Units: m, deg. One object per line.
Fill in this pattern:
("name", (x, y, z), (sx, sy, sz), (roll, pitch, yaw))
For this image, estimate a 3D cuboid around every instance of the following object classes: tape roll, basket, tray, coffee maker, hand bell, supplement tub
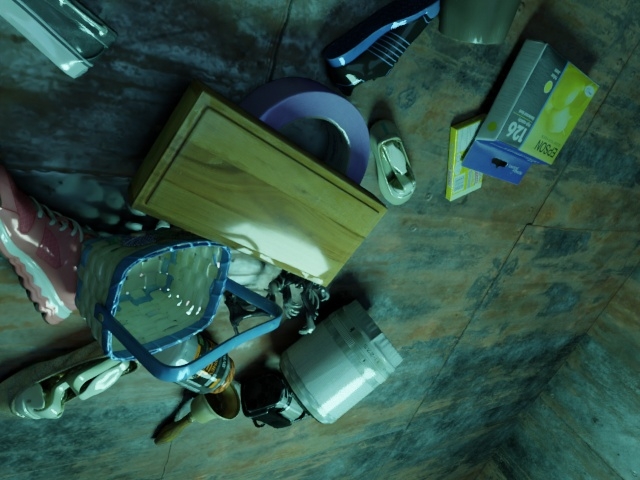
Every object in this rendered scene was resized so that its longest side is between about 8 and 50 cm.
("tape roll", (-0.044, -0.158, 0.862), (0.274, 0.090, 0.275), (-16, 130, -21))
("basket", (0.293, -0.480, 0.797), (0.204, 0.154, 0.227), (-15, 133, -23))
("basket", (-0.238, 0.096, 0.732), (0.254, 0.288, 0.201), (-17, 133, -59))
("tray", (-0.085, -0.070, 0.785), (0.410, 0.076, 0.203), (26, 108, -38))
("coffee maker", (-0.140, 0.442, 1.218), (0.171, 0.120, 0.178), (-40, 142, -3))
("hand bell", (-0.331, 0.451, 1.150), (0.242, 0.126, 0.126), (-39, 136, 16))
("supplement tub", (-0.283, 0.267, 1.011), (0.117, 0.117, 0.190), (-41, 135, 1))

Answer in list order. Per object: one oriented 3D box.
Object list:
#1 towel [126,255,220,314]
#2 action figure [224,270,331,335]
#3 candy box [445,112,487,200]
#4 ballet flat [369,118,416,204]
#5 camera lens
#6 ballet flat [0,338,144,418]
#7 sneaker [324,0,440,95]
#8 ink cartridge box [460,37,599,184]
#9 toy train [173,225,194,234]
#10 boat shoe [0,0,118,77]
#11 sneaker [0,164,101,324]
("towel", (-0.296, 0.090, 0.934), (0.196, 0.029, 0.144), (3, 118, -34))
("action figure", (-0.068, 0.129, 1.020), (0.275, 0.164, 0.141), (-20, 101, -10))
("candy box", (0.363, -0.203, 1.130), (0.105, 0.027, 0.206), (-25, 133, -19))
("ballet flat", (0.168, -0.152, 1.007), (0.086, 0.086, 0.248), (-36, 135, -4))
("camera lens", (0.047, 0.315, 1.185), (0.274, 0.219, 0.219), (-38, 135, -2))
("ballet flat", (-0.497, 0.279, 0.891), (0.315, 0.106, 0.108), (-28, 133, -11))
("sneaker", (0.118, -0.356, 0.828), (0.232, 0.081, 0.090), (-30, 137, 0))
("ink cartridge box", (0.521, -0.287, 1.123), (0.303, 0.072, 0.308), (5, 115, -41))
("toy train", (-0.245, -0.056, 0.841), (0.125, 0.046, 0.166), (-30, 134, -10))
("boat shoe", (-0.366, -0.330, 0.517), (0.102, 0.108, 0.301), (-41, 137, 1))
("sneaker", (-0.435, -0.006, 0.734), (0.136, 0.116, 0.314), (-27, 141, -26))
